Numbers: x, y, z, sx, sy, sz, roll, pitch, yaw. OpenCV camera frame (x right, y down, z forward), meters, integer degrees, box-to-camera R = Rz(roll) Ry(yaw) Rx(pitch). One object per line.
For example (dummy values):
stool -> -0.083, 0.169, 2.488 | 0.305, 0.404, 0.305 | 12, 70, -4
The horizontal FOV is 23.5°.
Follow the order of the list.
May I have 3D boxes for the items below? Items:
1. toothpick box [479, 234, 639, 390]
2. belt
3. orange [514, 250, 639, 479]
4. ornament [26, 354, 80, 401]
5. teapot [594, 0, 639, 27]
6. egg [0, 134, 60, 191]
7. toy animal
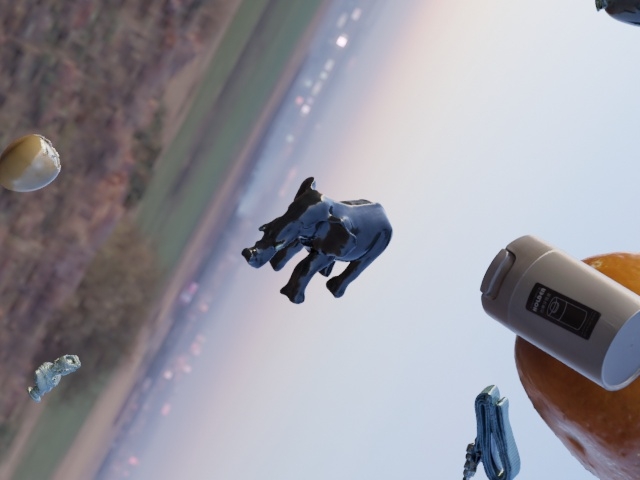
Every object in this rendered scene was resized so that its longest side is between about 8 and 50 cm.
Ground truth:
toothpick box -> 0.279, 0.079, 1.723 | 0.111, 0.181, 0.111 | -28, 134, -33
belt -> 0.290, 0.339, 2.683 | 0.065, 0.100, 0.179 | -30, 116, -57
orange -> 0.505, 0.202, 2.368 | 0.326, 0.424, 0.424 | -41, 178, -11
ornament -> -0.436, 0.219, 2.495 | 0.068, 0.041, 0.092 | -18, 155, -52
teapot -> 0.392, -0.320, 1.965 | 0.124, 0.091, 0.092 | -54, 147, -72
egg -> -0.427, -0.110, 2.243 | 0.096, 0.080, 0.080 | -26, -177, 2
toy animal -> -0.004, -0.004, 1.957 | 0.146, 0.114, 0.245 | -50, 162, 25
